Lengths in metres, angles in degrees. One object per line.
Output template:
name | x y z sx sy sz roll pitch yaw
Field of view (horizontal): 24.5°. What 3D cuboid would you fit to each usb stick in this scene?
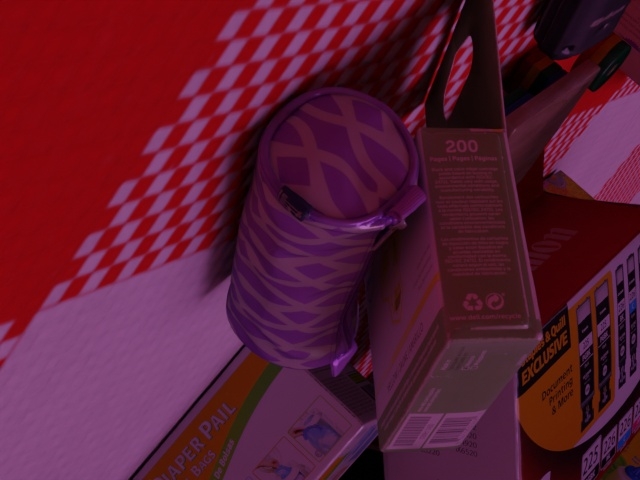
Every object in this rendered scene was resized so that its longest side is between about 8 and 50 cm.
usb stick | 0.200 -0.210 0.920 0.077 0.045 0.278 -41 166 -28

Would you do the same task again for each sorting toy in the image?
sorting toy | 0.125 -0.071 1.087 0.274 0.046 0.132 -36 163 -44

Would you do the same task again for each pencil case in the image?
pencil case | 0.000 0.000 0.801 0.086 0.088 0.206 -53 172 -26

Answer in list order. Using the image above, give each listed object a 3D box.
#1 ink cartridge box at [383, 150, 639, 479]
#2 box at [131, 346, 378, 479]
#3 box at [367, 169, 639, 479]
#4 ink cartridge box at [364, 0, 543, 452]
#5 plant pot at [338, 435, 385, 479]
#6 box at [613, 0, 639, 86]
ink cartridge box | 0.178 0.077 1.243 0.309 0.130 0.272 -35 127 -49
box | -0.055 0.171 1.098 0.203 0.103 0.114 -50 167 10
box | 0.259 0.135 1.597 0.177 0.290 0.279 -30 160 -53
ink cartridge box | 0.063 -0.019 0.823 0.056 0.235 0.171 -1 154 -10
plant pot | 0.067 0.285 1.682 0.215 0.215 0.230 -52 180 21
box | 0.359 -0.241 1.306 0.324 0.067 0.063 -39 165 -36
